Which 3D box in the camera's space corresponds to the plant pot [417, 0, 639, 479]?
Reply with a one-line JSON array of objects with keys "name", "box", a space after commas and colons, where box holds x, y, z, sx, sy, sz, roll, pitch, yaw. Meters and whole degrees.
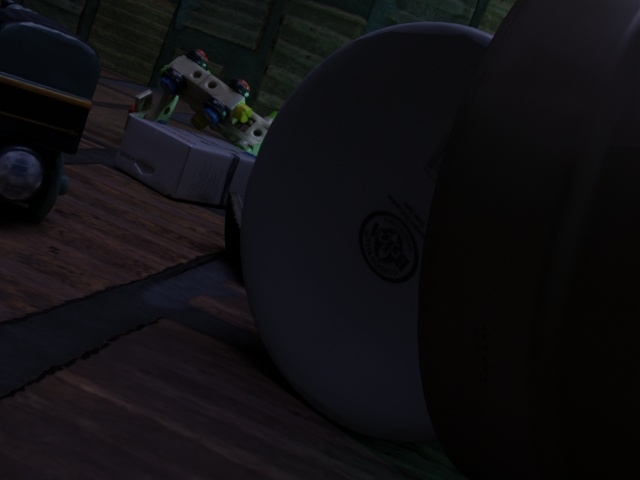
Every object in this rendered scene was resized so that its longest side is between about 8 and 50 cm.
[{"name": "plant pot", "box": [0.250, 0.020, 0.403, 0.280, 0.323, 0.323, 18, 5, 41]}]

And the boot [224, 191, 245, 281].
[{"name": "boot", "box": [-0.001, 0.001, 1.014, 0.208, 0.076, 0.190, -3, 31, -18]}]

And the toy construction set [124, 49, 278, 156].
[{"name": "toy construction set", "box": [-0.198, -0.211, 1.555, 0.327, 0.151, 0.215, 23, -27, 12]}]

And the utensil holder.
[{"name": "utensil holder", "box": [0.166, 0.006, 0.766, 0.327, 0.328, 0.385, 28, 15, 36]}]

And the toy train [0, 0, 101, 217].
[{"name": "toy train", "box": [-0.329, -0.149, 0.904, 0.142, 0.190, 0.334, 16, 11, -32]}]

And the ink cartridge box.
[{"name": "ink cartridge box", "box": [-0.190, -0.115, 1.342, 0.148, 0.086, 0.203, 28, 10, 34]}]
